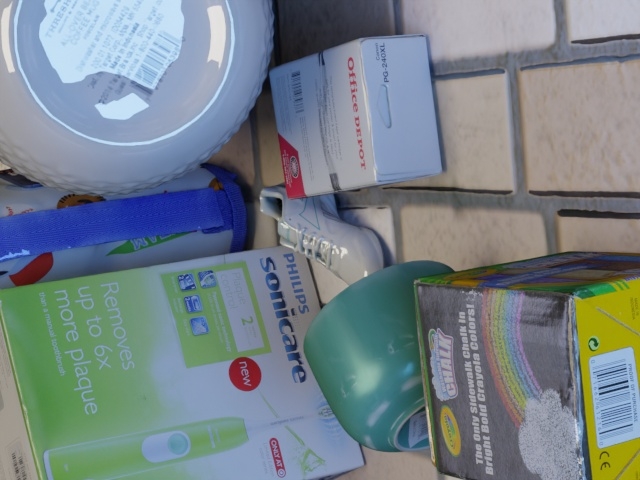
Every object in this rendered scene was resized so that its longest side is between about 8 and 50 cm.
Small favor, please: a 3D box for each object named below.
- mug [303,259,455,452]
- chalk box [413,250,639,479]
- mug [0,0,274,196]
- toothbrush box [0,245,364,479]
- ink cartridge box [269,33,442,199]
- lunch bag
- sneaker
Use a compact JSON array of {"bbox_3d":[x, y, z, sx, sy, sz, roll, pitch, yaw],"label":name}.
[{"bbox_3d":[0.074,0.094,1.189,0.129,0.158,0.097,-46,53,25],"label":"mug"},{"bbox_3d":[0.149,0.079,1.030,0.213,0.132,0.132,5,102,61],"label":"chalk box"},{"bbox_3d":[-0.140,-0.206,1.304,0.276,0.374,0.328,43,179,-16],"label":"mug"},{"bbox_3d":[-0.134,0.132,1.388,0.122,0.283,0.206,-36,66,57],"label":"toothbrush box"},{"bbox_3d":[0.026,-0.094,1.270,0.150,0.063,0.109,-7,91,61],"label":"ink cartridge box"},{"bbox_3d":[-0.277,0.048,1.585,0.385,0.328,0.238,-44,60,57],"label":"lunch bag"},{"bbox_3d":[0.000,0.000,1.346,0.152,0.061,0.053,47,134,44],"label":"sneaker"}]
